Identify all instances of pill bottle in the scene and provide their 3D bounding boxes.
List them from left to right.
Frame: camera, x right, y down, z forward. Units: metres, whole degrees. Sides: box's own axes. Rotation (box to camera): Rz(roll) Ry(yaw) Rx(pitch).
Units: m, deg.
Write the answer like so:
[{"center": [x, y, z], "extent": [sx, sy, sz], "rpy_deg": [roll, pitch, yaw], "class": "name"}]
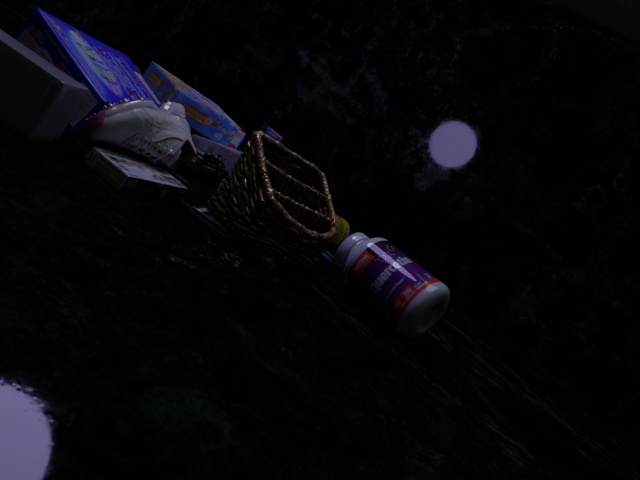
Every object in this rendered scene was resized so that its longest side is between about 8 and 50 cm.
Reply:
[{"center": [0.021, -0.055, 1.791], "extent": [0.117, 0.117, 0.208], "rpy_deg": [40, 9, 28], "class": "pill bottle"}, {"center": [0.190, 0.114, 1.305], "extent": [0.323, 0.181, 0.181], "rpy_deg": [41, 10, 34], "class": "pill bottle"}]

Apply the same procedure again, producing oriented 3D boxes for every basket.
[{"center": [-0.073, -0.086, 1.121], "extent": [0.213, 0.223, 0.299], "rpy_deg": [41, 9, 36], "class": "basket"}]

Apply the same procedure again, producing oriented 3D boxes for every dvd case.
[{"center": [-0.186, -0.013, 1.093], "extent": [0.221, 0.018, 0.164], "rpy_deg": [36, 9, 3], "class": "dvd case"}]

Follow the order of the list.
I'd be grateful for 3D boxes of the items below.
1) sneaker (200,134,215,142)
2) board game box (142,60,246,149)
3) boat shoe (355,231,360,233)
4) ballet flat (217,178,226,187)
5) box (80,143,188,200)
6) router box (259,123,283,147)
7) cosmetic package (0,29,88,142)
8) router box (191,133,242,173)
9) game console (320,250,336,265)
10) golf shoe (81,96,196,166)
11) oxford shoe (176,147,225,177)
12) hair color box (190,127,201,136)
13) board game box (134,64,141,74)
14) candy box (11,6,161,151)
[{"center": [-0.518, -0.448, 1.997], "extent": [0.296, 0.112, 0.131], "rpy_deg": [34, 26, 1], "class": "sneaker"}, {"center": [-0.460, -0.482, 1.677], "extent": [0.302, 0.086, 0.308], "rpy_deg": [27, 15, -48], "class": "board game box"}, {"center": [0.166, 0.058, 1.778], "extent": [0.102, 0.108, 0.301], "rpy_deg": [33, 11, -14], "class": "boat shoe"}, {"center": [-0.291, -0.158, 1.445], "extent": [0.041, 0.041, 0.114], "rpy_deg": [26, 12, -47], "class": "ballet flat"}, {"center": [-0.377, -0.136, 0.965], "extent": [0.114, 0.036, 0.207], "rpy_deg": [37, 9, 13], "class": "box"}, {"center": [-0.272, -0.378, 2.011], "extent": [0.081, 0.243, 0.309], "rpy_deg": [33, 10, -17], "class": "router box"}, {"center": [-0.555, -0.287, 0.806], "extent": [0.238, 0.127, 0.107], "rpy_deg": [33, 8, -5], "class": "cosmetic package"}, {"center": [-0.251, -0.245, 1.629], "extent": [0.335, 0.082, 0.301], "rpy_deg": [24, 2, 27], "class": "router box"}, {"center": [0.000, 0.000, 1.540], "extent": [0.085, 0.124, 0.144], "rpy_deg": [-1, 27, -28], "class": "game console"}, {"center": [-0.369, -0.227, 1.004], "extent": [0.140, 0.115, 0.306], "rpy_deg": [65, 23, -6], "class": "golf shoe"}, {"center": [-0.405, -0.251, 1.417], "extent": [0.227, 0.082, 0.096], "rpy_deg": [32, -13, -12], "class": "oxford shoe"}, {"center": [-0.604, -0.471, 1.681], "extent": [0.174, 0.105, 0.347], "rpy_deg": [42, 10, 29], "class": "hair color box"}, {"center": [-0.711, -0.564, 1.406], "extent": [0.317, 0.046, 0.213], "rpy_deg": [19, 20, -32], "class": "board game box"}, {"center": [-0.527, -0.362, 1.125], "extent": [0.268, 0.122, 0.317], "rpy_deg": [54, 12, 6], "class": "candy box"}]
